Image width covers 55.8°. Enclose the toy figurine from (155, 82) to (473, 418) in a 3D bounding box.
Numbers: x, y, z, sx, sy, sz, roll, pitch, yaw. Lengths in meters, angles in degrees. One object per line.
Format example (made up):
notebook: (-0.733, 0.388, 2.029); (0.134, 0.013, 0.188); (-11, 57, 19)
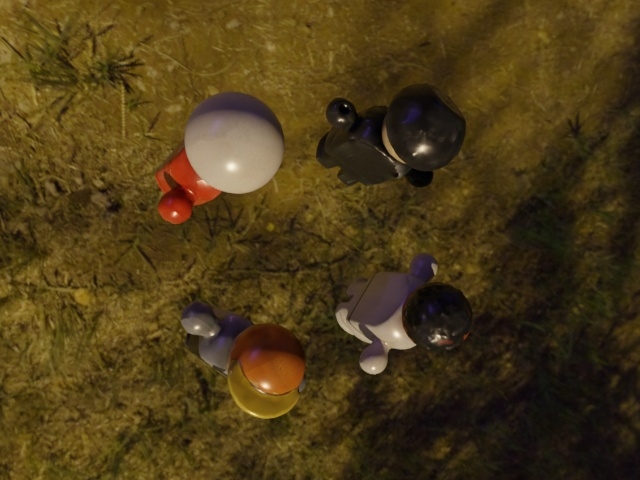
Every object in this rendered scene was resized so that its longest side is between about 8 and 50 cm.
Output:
toy figurine: (0.000, 0.000, 0.423); (0.213, 0.148, 0.209); (-7, 90, -27)
